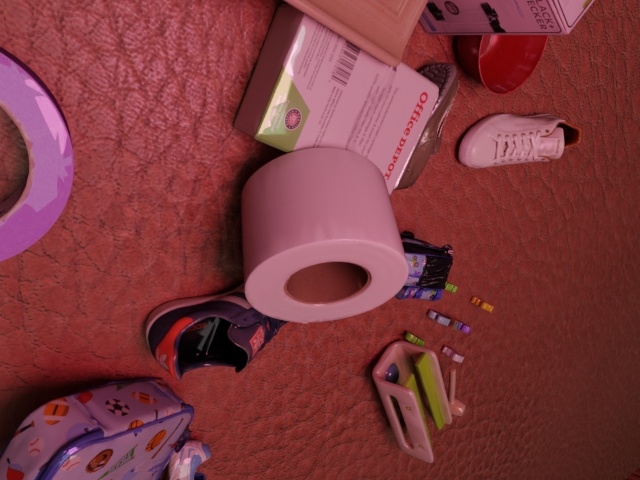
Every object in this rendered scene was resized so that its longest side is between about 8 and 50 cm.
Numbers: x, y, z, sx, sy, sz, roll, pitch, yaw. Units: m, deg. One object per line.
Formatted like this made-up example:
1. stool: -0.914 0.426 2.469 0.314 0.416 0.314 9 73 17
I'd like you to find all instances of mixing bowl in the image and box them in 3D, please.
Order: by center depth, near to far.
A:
1. mixing bowl: 0.319 -0.370 0.843 0.181 0.098 0.182 -19 126 -27

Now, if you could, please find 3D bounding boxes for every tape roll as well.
1. tape roll: -0.441 -0.104 0.532 0.274 0.090 0.275 -13 117 -25
2. tape roll: 0.000 0.000 0.718 0.245 0.169 0.246 -6 147 -4

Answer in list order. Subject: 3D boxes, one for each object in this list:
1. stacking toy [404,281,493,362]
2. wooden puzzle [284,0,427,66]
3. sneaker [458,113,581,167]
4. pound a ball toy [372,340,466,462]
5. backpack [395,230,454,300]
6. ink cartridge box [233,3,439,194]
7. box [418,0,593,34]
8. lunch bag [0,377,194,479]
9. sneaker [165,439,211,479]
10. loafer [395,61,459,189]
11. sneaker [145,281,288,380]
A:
1. stacking toy: 0.313 0.196 1.127 0.221 0.052 0.167 26 95 -34
2. wooden puzzle: 0.046 -0.449 0.575 0.321 0.080 0.348 16 104 -35
3. sneaker: 0.430 -0.213 0.969 0.289 0.123 0.106 -19 121 -21
4. pound a ball toy: 0.241 0.377 1.132 0.208 0.135 0.319 -47 131 -35
5. backpack: 0.145 0.045 0.894 0.173 0.158 0.117 5 101 -29
6. ink cartridge box: 0.030 -0.215 0.739 0.272 0.114 0.199 18 102 -34
7. box: 0.282 -0.404 0.695 0.087 0.290 0.169 38 89 -36
8. lunch bag: -0.342 0.345 0.707 0.243 0.114 0.303 -59 156 1
9. sneaker: -0.274 0.497 0.890 0.086 0.085 0.238 15 103 -18
10. loafer: 0.181 -0.205 0.858 0.087 0.094 0.251 15 108 -46
11. sneaker: -0.111 0.142 0.793 0.349 0.148 0.131 -20 120 -22
